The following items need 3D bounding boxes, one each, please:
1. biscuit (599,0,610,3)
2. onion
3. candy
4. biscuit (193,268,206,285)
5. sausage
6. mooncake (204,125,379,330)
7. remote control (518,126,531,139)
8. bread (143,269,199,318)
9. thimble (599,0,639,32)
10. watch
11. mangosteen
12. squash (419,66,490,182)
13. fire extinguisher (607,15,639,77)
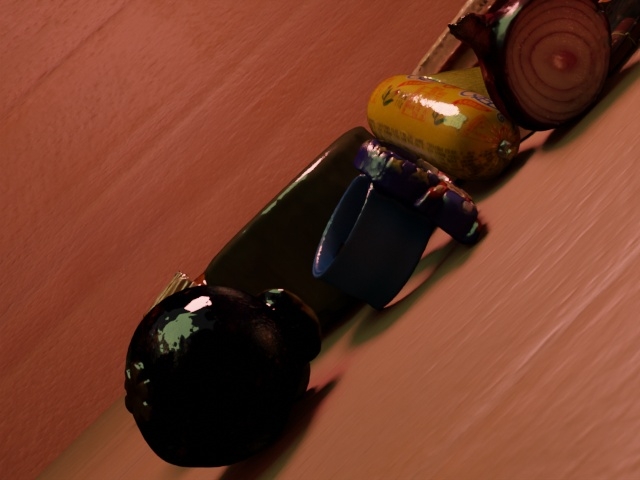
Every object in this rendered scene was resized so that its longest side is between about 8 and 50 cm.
[{"bbox_3d":[0.469,-0.373,1.793,0.186,0.036,0.192,-44,4,16],"label":"biscuit"},{"bbox_3d":[0.263,-0.249,1.302,0.140,0.218,0.195,-123,47,-76],"label":"onion"},{"bbox_3d":[0.314,-0.382,1.869,0.321,0.135,0.179,-48,-5,32],"label":"candy"},{"bbox_3d":[-0.279,0.186,2.312,0.342,0.166,0.395,-45,4,-34],"label":"biscuit"},{"bbox_3d":[0.175,-0.170,1.461,0.123,0.123,0.347,-44,32,-8],"label":"sausage"},{"bbox_3d":[0.000,0.000,1.529,0.356,0.194,0.356,-43,1,1],"label":"mooncake"},{"bbox_3d":[0.327,-0.203,1.539,0.087,0.029,0.190,-37,8,48],"label":"remote control"},{"bbox_3d":[-0.175,0.154,1.526,0.110,0.210,0.192,-49,6,-8],"label":"bread"},{"bbox_3d":[0.406,-0.397,1.521,0.236,0.205,0.172,-28,17,52],"label":"thimble"},{"bbox_3d":[0.084,-0.012,1.261,0.200,0.171,0.196,-57,3,16],"label":"watch"},{"bbox_3d":[-0.113,0.153,1.153,0.243,0.243,0.243,-43,5,5],"label":"mangosteen"},{"bbox_3d":[0.270,-0.190,1.714,0.309,0.210,0.233,-9,-22,-41],"label":"squash"},{"bbox_3d":[0.403,-0.258,1.366,0.132,0.039,0.056,-47,-3,-31],"label":"fire extinguisher"}]
